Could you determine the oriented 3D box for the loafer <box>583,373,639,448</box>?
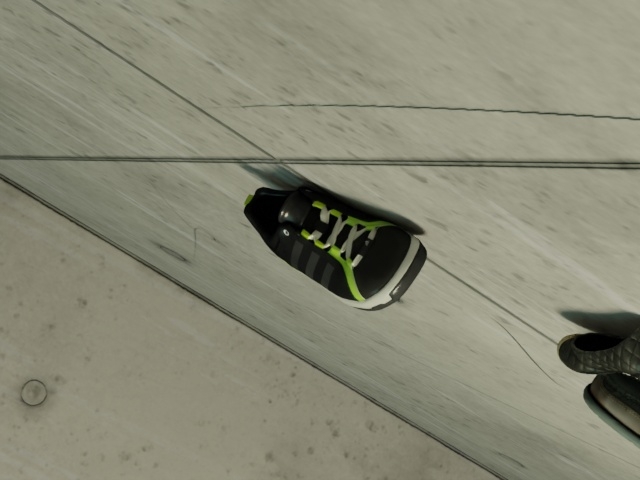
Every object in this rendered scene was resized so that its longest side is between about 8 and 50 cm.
[{"bbox_3d":[0.374,0.179,1.459,0.267,0.084,0.096,31,-158,9],"label":"loafer"}]

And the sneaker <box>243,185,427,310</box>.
[{"bbox_3d":[0.000,0.000,1.506,0.097,0.084,0.234,37,167,-35],"label":"sneaker"}]

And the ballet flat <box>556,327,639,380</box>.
[{"bbox_3d":[0.259,0.091,1.402,0.173,0.057,0.049,-3,107,70],"label":"ballet flat"}]
